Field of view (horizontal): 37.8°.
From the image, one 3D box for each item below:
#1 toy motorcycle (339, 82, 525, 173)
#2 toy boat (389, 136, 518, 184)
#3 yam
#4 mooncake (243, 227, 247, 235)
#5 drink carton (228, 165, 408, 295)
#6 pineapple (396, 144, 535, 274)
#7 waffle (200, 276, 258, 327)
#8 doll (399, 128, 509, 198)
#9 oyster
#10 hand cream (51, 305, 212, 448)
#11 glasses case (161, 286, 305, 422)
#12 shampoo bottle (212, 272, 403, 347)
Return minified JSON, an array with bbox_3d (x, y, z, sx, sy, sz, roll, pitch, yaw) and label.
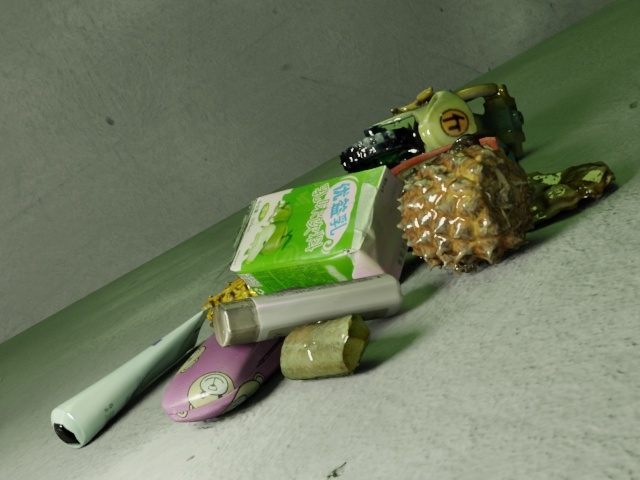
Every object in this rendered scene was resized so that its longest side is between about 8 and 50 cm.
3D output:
[{"bbox_3d":[0.216,-0.187,1.678,0.237,0.168,0.410,-15,1,34],"label":"toy motorcycle"},{"bbox_3d":[0.154,-0.060,1.546,0.079,0.136,0.392,4,-21,-44],"label":"toy boat"},{"bbox_3d":[0.011,0.126,1.077,0.070,0.069,0.146,-36,11,-39],"label":"yam"},{"bbox_3d":[-0.064,0.005,1.732,0.130,0.125,0.073,-27,14,22],"label":"mooncake"},{"bbox_3d":[0.000,0.000,1.404,0.271,0.108,0.161,-12,47,40],"label":"drink carton"},{"bbox_3d":[0.174,-0.036,1.204,0.166,0.166,0.193,-34,11,-34],"label":"pineapple"},{"bbox_3d":[-0.110,0.089,1.598,0.193,0.070,0.197,-35,9,-36],"label":"waffle"},{"bbox_3d":[0.175,-0.099,1.321,0.139,0.057,0.165,-37,-10,33],"label":"doll"},{"bbox_3d":[0.248,-0.044,1.322,0.345,0.078,0.128,-18,22,33],"label":"oyster"},{"bbox_3d":[-0.280,0.211,1.442,0.321,0.067,0.109,-36,-21,-47],"label":"hand cream"},{"bbox_3d":[-0.098,0.144,1.241,0.123,0.075,0.316,-20,12,27],"label":"glasses case"},{"bbox_3d":[-0.016,0.086,1.160,0.227,0.055,0.086,-9,-10,-19],"label":"shampoo bottle"}]
